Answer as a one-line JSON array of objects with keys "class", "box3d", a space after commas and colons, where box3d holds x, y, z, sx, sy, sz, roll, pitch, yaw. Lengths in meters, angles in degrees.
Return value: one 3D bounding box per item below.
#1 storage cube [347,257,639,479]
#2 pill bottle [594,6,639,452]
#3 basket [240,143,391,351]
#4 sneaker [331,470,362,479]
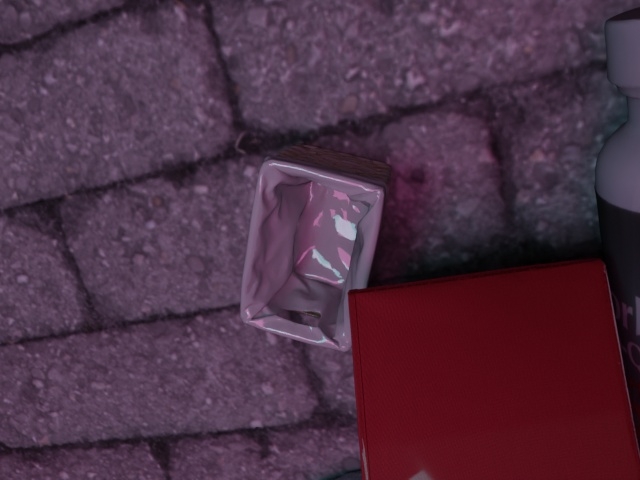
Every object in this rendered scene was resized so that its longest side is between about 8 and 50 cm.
[{"class": "storage cube", "box3d": [0.147, 0.134, 0.529, 0.193, 0.183, 0.215, -10, 75, 19]}, {"class": "pill bottle", "box3d": [0.316, 0.007, 0.453, 0.210, 0.210, 0.363, -9, 108, 19]}, {"class": "basket", "box3d": [0.000, 0.000, 0.596, 0.113, 0.103, 0.167, 15, 115, 9]}, {"class": "sneaker", "box3d": [0.105, 0.344, 0.705, 0.268, 0.101, 0.153, -12, 105, 17]}]
